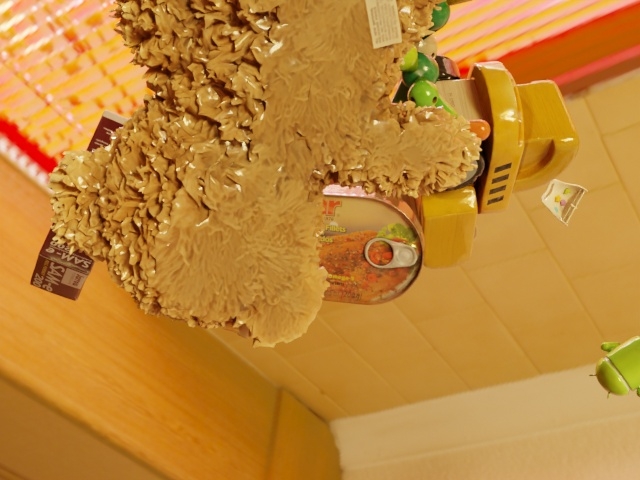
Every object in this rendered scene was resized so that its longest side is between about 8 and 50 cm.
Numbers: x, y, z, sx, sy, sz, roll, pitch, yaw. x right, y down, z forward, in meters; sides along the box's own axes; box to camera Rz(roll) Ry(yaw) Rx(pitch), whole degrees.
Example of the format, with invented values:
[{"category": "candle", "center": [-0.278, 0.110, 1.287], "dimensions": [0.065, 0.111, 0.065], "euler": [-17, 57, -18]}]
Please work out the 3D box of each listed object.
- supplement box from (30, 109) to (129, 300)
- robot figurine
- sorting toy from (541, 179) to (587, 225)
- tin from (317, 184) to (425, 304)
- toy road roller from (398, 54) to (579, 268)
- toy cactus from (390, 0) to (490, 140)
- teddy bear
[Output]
[{"category": "supplement box", "center": [-0.324, -0.049, 1.090], "dimensions": [0.130, 0.073, 0.239], "euler": [-41, -150, 57]}, {"category": "robot figurine", "center": [0.469, 0.190, 1.169], "dimensions": [0.115, 0.067, 0.101], "euler": [-36, -125, 7]}, {"category": "sorting toy", "center": [0.482, -0.085, 1.558], "dimensions": [0.083, 0.075, 0.045], "euler": [-60, -159, -1]}, {"category": "tin", "center": [0.000, 0.000, 0.699], "dimensions": [0.190, 0.106, 0.040], "euler": [6, -151, 11]}, {"category": "toy road roller", "center": [0.249, -0.122, 1.191], "dimensions": [0.241, 0.329, 0.202], "euler": [-5, -126, -1]}, {"category": "toy cactus", "center": [0.108, -0.182, 0.777], "dimensions": [0.112, 0.218, 0.180], "euler": [-1, -146, 0]}, {"category": "teddy bear", "center": [-0.013, -0.116, 0.431], "dimensions": [0.113, 0.245, 0.337], "euler": [-148, -114, -62]}]
